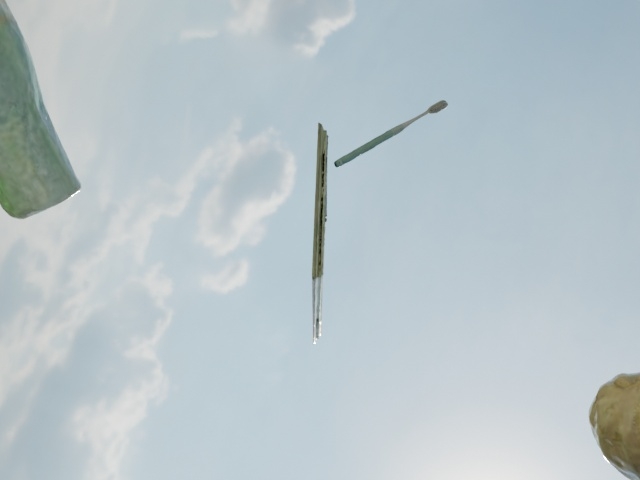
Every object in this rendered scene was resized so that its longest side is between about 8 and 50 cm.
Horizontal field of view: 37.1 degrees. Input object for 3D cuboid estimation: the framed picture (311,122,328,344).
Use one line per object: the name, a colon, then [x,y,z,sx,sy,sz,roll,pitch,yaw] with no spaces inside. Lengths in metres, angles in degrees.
framed picture: [0.000,0.000,1.284,0.273,0.016,0.216,90,2,-68]

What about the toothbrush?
toothbrush: [0.091,-0.137,1.225,0.167,0.011,0.014,-30,-159,-3]

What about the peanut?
peanut: [0.289,0.161,0.702,0.093,0.194,0.083,-61,177,28]

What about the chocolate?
chocolate: [-0.254,-0.147,0.631,0.110,0.291,0.110,-23,-159,10]
